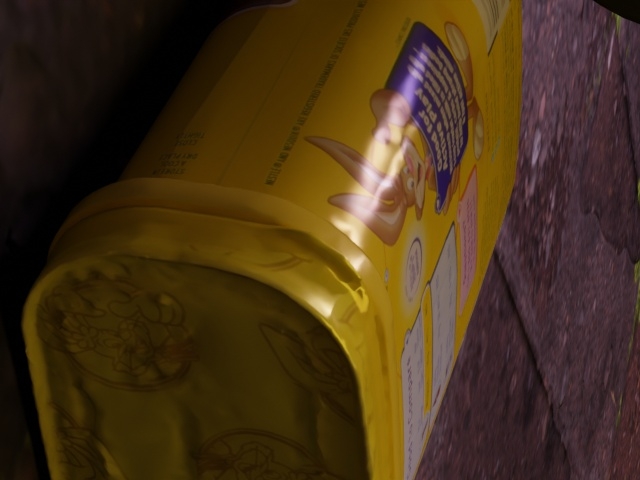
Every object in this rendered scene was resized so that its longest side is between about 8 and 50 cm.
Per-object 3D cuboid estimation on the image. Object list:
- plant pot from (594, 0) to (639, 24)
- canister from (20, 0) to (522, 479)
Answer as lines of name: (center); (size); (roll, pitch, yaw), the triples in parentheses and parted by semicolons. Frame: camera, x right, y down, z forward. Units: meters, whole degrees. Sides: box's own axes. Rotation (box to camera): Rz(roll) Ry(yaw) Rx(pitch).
plant pot: (0.162, -0.197, 0.609); (0.293, 0.274, 0.275); (104, 1, -70)
canister: (0.000, 0.000, 0.419); (0.170, 0.073, 0.126); (-65, 157, -48)
